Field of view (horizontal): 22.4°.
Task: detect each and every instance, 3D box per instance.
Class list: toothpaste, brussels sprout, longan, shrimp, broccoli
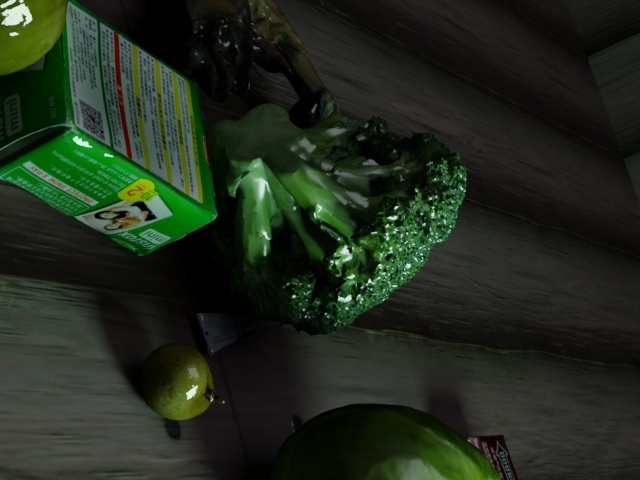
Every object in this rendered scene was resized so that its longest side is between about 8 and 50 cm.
[{"bbox_3d":[-0.080,0.087,1.674,0.170,0.028,0.045,-9,82,-64],"label":"toothpaste"},{"bbox_3d":[0.069,0.265,1.581,0.271,0.219,0.210,16,56,-41],"label":"brussels sprout"},{"bbox_3d":[-0.124,0.131,1.473,0.075,0.083,0.075,-54,154,-42],"label":"longan"},{"bbox_3d":[-0.073,-0.200,1.785,0.272,0.085,0.445,46,14,-14],"label":"shrimp"},{"bbox_3d":[-0.004,-0.038,1.640,0.265,0.294,0.245,-65,146,-23],"label":"broccoli"}]

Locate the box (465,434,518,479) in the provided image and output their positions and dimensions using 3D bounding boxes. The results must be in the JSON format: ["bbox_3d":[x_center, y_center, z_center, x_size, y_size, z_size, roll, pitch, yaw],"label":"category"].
[{"bbox_3d":[0.221,0.356,2.022,0.120,0.069,0.224,13,55,-62],"label":"box"}]

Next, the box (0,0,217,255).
[{"bbox_3d":[-0.205,-0.109,1.495,0.250,0.103,0.180,33,40,-50],"label":"box"}]

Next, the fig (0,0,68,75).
[{"bbox_3d":[-0.301,-0.224,1.322,0.191,0.181,0.181,-5,71,-36],"label":"fig"}]
